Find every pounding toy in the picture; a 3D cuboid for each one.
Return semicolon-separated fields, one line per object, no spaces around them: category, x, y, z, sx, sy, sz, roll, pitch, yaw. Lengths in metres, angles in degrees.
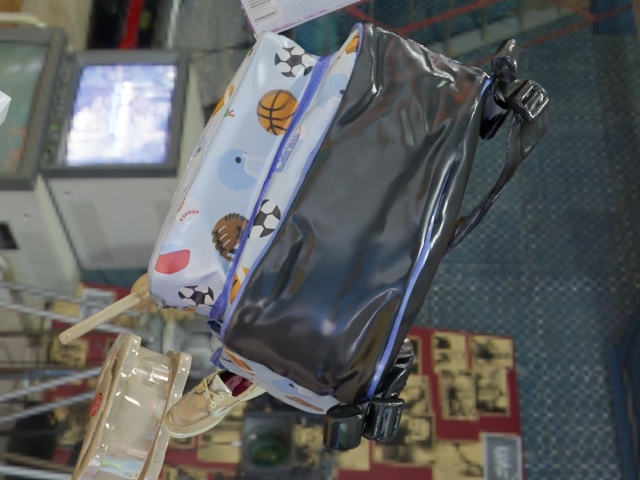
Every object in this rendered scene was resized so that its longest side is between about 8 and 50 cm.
pounding toy;-0.248;0.172;1.235;0.154;0.155;0.269;-43;-151;56

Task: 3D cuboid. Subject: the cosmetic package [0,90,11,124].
cosmetic package;-0.329;-0.029;0.753;0.239;0.099;0.060;-60;-170;-21

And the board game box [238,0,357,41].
board game box;0.012;-0.385;0.985;0.066;0.318;0.318;-48;118;-53

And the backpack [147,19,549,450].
backpack;0.000;0.000;0.748;0.276;0.213;0.263;-62;173;-16

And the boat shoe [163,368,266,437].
boat shoe;-0.108;0.160;1.137;0.050;0.135;0.045;46;-28;25
